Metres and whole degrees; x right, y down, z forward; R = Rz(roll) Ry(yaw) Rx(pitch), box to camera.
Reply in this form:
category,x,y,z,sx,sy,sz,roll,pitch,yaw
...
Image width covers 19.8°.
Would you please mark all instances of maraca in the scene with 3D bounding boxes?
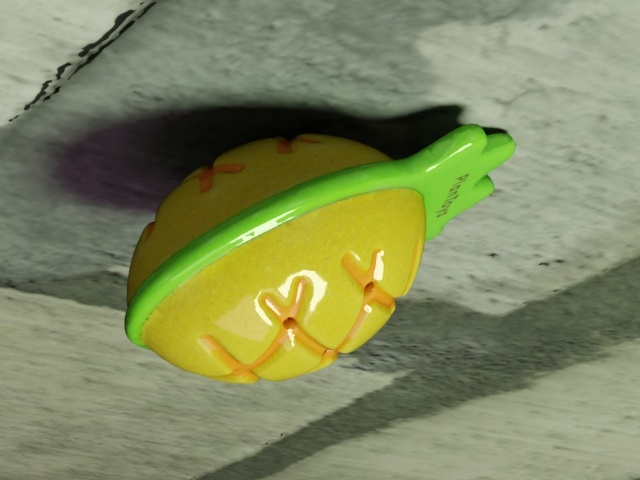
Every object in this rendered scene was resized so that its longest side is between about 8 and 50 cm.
category,x,y,z,sx,sy,sz,roll,pitch,yaw
maraca,0.000,0.000,0.791,0.186,0.099,0.127,-23,165,-18
